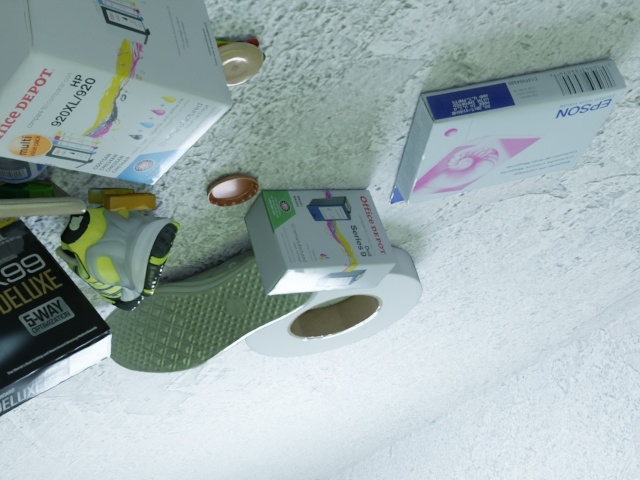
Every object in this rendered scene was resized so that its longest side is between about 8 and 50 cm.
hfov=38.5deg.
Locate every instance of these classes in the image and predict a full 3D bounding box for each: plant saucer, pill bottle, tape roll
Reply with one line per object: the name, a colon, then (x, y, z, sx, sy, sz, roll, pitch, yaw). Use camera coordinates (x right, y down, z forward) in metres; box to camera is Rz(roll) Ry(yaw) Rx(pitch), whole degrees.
plant saucer: (-0.138, -0.080, 1.441, 0.083, 0.013, 0.083, -14, 155, -7)
pill bottle: (-0.374, -0.135, 1.098, 0.078, 0.078, 0.137, -11, 153, -15)
tape roll: (0.022, 0.133, 1.911, 0.392, 0.072, 0.392, -15, 155, -7)

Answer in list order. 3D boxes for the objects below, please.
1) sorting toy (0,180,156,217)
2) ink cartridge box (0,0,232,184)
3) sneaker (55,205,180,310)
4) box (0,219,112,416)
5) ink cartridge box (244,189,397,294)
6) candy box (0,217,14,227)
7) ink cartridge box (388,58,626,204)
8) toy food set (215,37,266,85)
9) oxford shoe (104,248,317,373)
sorting toy: (-0.383, -0.062, 1.175, 0.307, 0.041, 0.229, -4, -169, -28)
ink cartridge box: (-0.248, -0.186, 0.971, 0.233, 0.168, 0.171, 9, 144, -43)
sneaker: (-0.307, 0.010, 1.357, 0.147, 0.145, 0.385, 23, 163, -11)
box: (-0.482, 0.129, 1.253, 0.307, 0.242, 0.076, -28, 152, -32)
ink cartridge box: (0.000, 0.000, 1.529, 0.212, 0.154, 0.093, -1, 148, -31)
candy box: (-0.509, -0.028, 1.173, 0.206, 0.027, 0.105, 0, -170, -5)
ink cartridge box: (0.296, -0.152, 1.523, 0.324, 0.071, 0.330, -13, 153, -12)
toy food set: (-0.110, -0.226, 1.158, 0.083, 0.020, 0.082, -2, 150, -30)
oxford shoe: (-0.194, 0.120, 1.672, 0.449, 0.169, 0.130, -24, -169, 15)
